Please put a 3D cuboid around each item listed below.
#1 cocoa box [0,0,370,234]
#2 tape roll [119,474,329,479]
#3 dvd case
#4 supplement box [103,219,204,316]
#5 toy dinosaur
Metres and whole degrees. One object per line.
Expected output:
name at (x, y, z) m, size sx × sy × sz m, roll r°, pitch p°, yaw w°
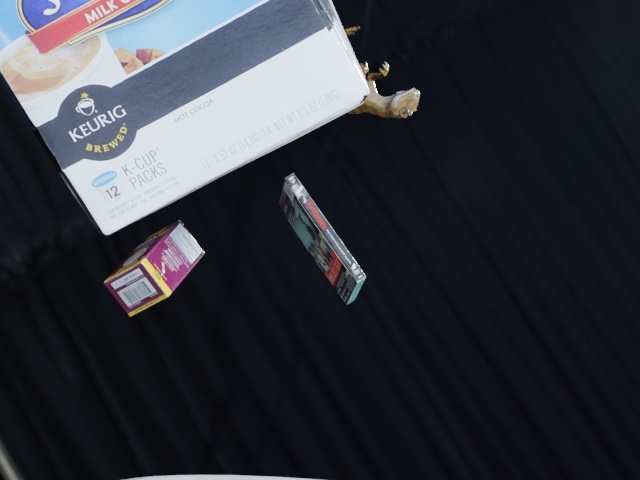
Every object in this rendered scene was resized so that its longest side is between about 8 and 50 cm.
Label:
cocoa box at (-0.127, -0.203, 1.145) m, size 0.231 × 0.228 × 0.347 m, roll -27°, pitch -159°, yaw 7°
tape roll at (-0.021, 0.287, 1.418) m, size 0.392 × 0.072 × 0.392 m, roll 4°, pitch 176°, yaw 0°
dvd case at (0.000, 0.000, 1.345) m, size 0.013 × 0.119 × 0.087 m, roll -33°, pitch 169°, yaw -14°
supplement box at (-0.154, 0.025, 1.336) m, size 0.055 × 0.043 × 0.083 m, roll -28°, pitch -165°, yaw 32°
toy dinosaur at (0.016, -0.160, 1.489) m, size 0.064 × 0.112 × 0.211 m, roll -31°, pitch -156°, yaw -24°
